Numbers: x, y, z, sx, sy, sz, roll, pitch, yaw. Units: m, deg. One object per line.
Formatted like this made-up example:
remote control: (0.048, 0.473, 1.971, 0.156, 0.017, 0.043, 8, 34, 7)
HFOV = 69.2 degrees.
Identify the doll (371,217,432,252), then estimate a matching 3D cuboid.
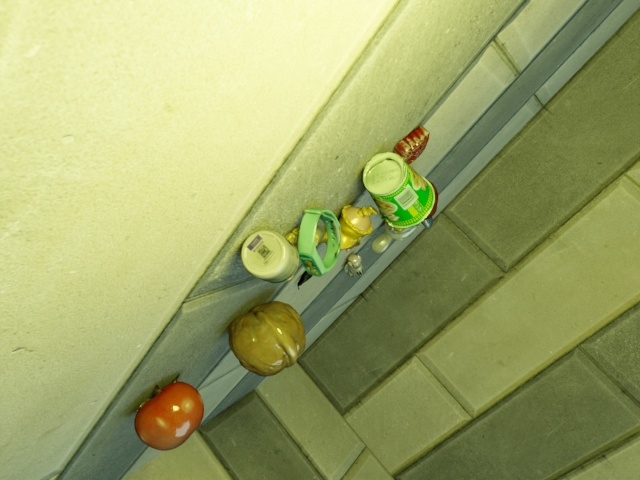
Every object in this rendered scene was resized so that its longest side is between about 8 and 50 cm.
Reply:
doll: (0.433, -0.099, 2.257, 0.376, 0.187, 0.365, -58, 177, -14)

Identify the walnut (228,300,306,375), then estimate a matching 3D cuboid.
walnut: (-0.194, 0.379, 1.797, 0.296, 0.285, 0.285, -37, 165, -38)

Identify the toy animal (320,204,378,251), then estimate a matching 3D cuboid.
toy animal: (0.104, -0.047, 1.670, 0.230, 0.156, 0.156, -39, 170, 34)

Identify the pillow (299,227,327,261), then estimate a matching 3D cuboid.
pillow: (-0.079, 0.043, 1.595, 0.229, 0.050, 0.148, -46, 164, 11)

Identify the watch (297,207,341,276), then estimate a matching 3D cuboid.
watch: (0.000, 0.000, 1.444, 0.195, 0.068, 0.237, -67, 149, -27)

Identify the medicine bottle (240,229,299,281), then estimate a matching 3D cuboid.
medicine bottle: (-0.132, 0.052, 1.313, 0.135, 0.135, 0.215, -42, 165, 0)

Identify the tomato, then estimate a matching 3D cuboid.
tomato: (-0.570, 0.660, 1.756, 0.256, 0.224, 0.256, -44, 175, -5)

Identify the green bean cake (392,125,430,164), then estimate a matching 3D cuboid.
green bean cake: (0.306, -0.310, 1.583, 0.136, 0.056, 0.135, -38, 166, -18)

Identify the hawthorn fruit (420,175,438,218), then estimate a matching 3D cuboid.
hawthorn fruit: (0.361, -0.179, 1.838, 0.208, 0.208, 0.248, -42, 154, -1)

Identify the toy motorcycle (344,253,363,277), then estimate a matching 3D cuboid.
toy motorcycle: (0.187, 0.144, 2.466, 0.112, 0.112, 0.254, -40, 164, -11)

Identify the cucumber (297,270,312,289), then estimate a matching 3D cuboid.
cucumber: (-0.057, 0.147, 1.986, 0.163, 0.043, 0.039, -45, -152, 22)

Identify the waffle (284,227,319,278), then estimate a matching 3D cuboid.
waffle: (-0.090, 0.038, 1.495, 0.194, 0.051, 0.149, -47, 143, 0)

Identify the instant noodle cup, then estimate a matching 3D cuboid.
instant noodle cup: (0.244, -0.169, 1.516, 0.207, 0.207, 0.233, -45, 149, 8)
